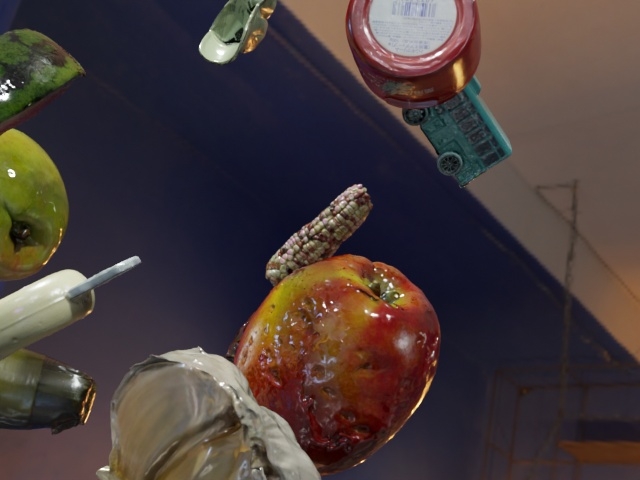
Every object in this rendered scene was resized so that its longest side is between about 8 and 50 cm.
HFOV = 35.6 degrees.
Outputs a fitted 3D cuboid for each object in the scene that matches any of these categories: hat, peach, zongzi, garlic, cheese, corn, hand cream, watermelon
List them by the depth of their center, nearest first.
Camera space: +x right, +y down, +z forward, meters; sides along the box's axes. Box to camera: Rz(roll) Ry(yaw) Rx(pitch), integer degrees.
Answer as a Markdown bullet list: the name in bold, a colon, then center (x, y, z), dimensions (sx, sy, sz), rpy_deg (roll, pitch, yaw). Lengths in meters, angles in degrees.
- **watermelon**: center (-0.275, -0.107, 0.819), dimensions (0.063, 0.245, 0.119), rpy_deg (45, -49, -7)
- **garlic**: center (-0.071, 0.197, 0.833), dimensions (0.178, 0.230, 0.142), rpy_deg (-36, -24, 33)
- **cheese**: center (-0.345, 0.083, 1.266), dimensions (0.248, 0.163, 0.071), rpy_deg (-24, -87, 46)
- **hat**: center (-0.114, -0.328, 1.533), dimensions (0.122, 0.166, 0.081), rpy_deg (-21, -54, 31)
- **hand cream**: center (0.157, -0.345, 1.659), dimensions (0.230, 0.230, 0.149), rpy_deg (7, -14, 11)
- **peach**: center (0.007, 0.231, 1.796), dimensions (0.339, 0.353, 0.417), rpy_deg (36, -66, 2)
- **zongzi**: center (-0.584, 0.301, 1.925), dimensions (0.289, 0.154, 0.317), rpy_deg (17, -20, -8)
- **peach**: center (-0.648, -0.084, 1.968), dimensions (0.315, 0.281, 0.314), rpy_deg (39, -39, 48)
- **corn**: center (0.000, 0.000, 2.022), dimensions (0.280, 0.092, 0.092), rpy_deg (-43, -46, 10)

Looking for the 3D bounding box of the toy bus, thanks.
- **toy bus**: center (0.238, -0.244, 1.850), dimensions (0.147, 0.128, 0.256), rpy_deg (-31, -68, 15)
